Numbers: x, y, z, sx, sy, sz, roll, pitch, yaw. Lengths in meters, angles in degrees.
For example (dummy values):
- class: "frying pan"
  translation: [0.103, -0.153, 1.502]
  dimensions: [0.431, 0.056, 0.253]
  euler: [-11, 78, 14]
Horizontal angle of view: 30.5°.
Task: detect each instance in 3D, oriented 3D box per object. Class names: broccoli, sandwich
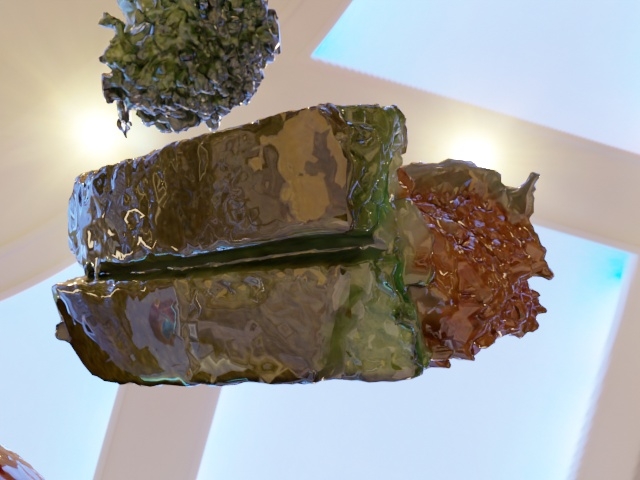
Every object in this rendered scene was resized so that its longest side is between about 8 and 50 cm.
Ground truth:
- class: "broccoli"
  translation: [-0.143, -0.231, 1.115]
  dimensions: [0.177, 0.198, 0.275]
  euler: [-22, -108, 0]
- class: "sandwich"
  translation: [-0.008, 0.001, 0.505]
  dimensions: [0.184, 0.160, 0.109]
  euler: [-3, -84, 38]

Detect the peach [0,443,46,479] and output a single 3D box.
- class: "peach"
  translation: [-0.274, 0.225, 0.685]
  dimensions: [0.280, 0.281, 0.238]
  euler: [6, -47, -5]
